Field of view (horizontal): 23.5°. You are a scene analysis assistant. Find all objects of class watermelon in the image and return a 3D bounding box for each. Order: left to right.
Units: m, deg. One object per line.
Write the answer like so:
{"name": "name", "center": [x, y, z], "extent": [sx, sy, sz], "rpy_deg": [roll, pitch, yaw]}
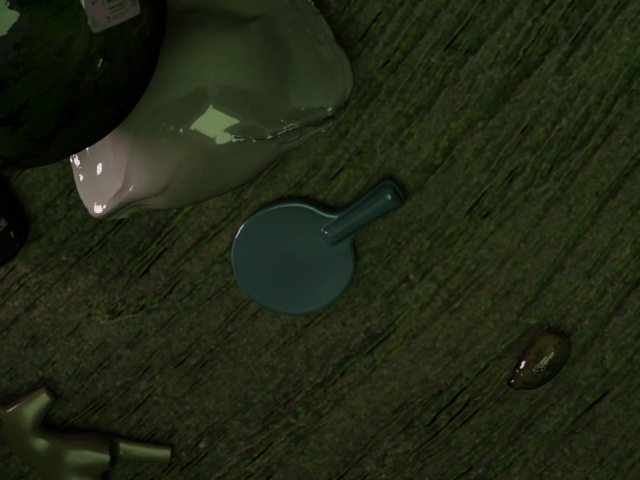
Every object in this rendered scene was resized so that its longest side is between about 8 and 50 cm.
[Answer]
{"name": "watermelon", "center": [-0.342, -0.242, 1.637], "extent": [0.363, 0.363, 0.363], "rpy_deg": [2, 109, 5]}

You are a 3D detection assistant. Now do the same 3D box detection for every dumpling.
{"name": "dumpling", "center": [-0.153, -0.177, 1.790], "extent": [0.341, 0.181, 0.260], "rpy_deg": [-25, 85, 41]}

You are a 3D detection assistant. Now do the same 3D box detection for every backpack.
{"name": "backpack", "center": [-0.435, -0.038, 1.888], "extent": [0.120, 0.106, 0.165], "rpy_deg": [-38, 98, 12]}

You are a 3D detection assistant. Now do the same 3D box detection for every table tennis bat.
{"name": "table tennis bat", "center": [0.000, 0.000, 1.894], "extent": [0.244, 0.040, 0.153], "rpy_deg": [-34, 103, 19]}

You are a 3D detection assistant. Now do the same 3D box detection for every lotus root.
{"name": "lotus root", "center": [0.272, 0.153, 1.907], "extent": [0.049, 0.054, 0.099], "rpy_deg": [45, 107, 12]}

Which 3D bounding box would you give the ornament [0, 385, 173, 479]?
{"name": "ornament", "center": [-0.316, 0.305, 2.014], "extent": [0.244, 0.061, 0.230], "rpy_deg": [8, 107, 0]}
